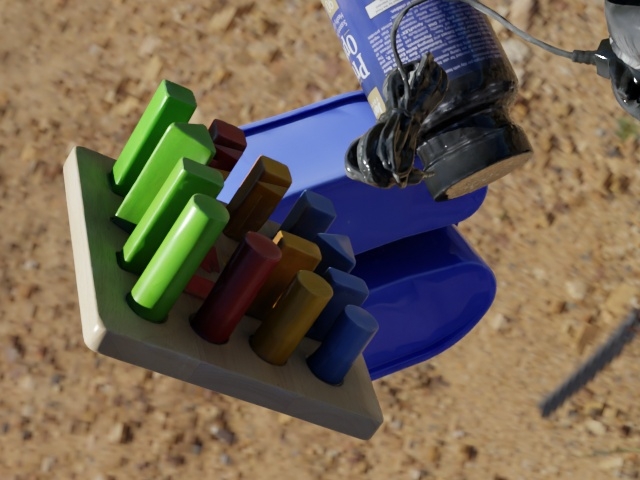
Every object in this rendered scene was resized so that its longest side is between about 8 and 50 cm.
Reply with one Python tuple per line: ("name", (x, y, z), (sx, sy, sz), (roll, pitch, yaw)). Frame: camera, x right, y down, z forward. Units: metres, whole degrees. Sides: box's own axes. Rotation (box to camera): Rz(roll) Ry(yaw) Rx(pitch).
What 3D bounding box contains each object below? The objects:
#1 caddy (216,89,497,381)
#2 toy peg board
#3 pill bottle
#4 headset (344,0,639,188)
("caddy", (0.000, 0.000, 1.471), (0.179, 0.341, 0.241), (43, 147, 54))
("toy peg board", (-0.037, 0.002, 0.806), (0.079, 0.161, 0.161), (-56, 29, 25))
("pill bottle", (0.091, -0.150, 1.329), (0.123, 0.123, 0.219), (-29, 79, 24))
("headset", (0.183, -0.146, 0.892), (0.394, 0.243, 0.185), (-22, 26, 40))
